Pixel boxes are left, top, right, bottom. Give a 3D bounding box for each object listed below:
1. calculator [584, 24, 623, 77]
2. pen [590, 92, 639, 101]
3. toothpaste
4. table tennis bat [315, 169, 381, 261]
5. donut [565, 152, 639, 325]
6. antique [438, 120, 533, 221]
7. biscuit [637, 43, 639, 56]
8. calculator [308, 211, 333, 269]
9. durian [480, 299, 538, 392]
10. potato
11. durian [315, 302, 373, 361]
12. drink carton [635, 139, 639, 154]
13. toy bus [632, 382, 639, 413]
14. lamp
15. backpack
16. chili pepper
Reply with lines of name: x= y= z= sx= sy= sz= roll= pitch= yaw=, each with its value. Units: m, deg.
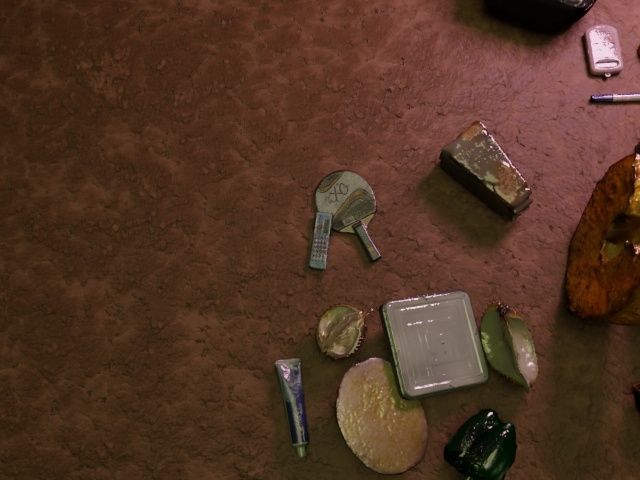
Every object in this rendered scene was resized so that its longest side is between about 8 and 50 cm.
calculator: x=0.861 y=-0.576 z=1.994 sx=0.100 sy=0.032 sz=0.175 roll=-4 pitch=76 yaw=3
pen: x=0.912 y=-0.428 z=1.957 sx=0.204 sy=0.025 sz=0.025 roll=0 pitch=76 yaw=4
toothpaste: x=-0.070 y=0.456 z=1.792 sx=0.069 sy=0.047 sz=0.268 roll=-15 pitch=71 yaw=13
table tennis bat: x=0.094 y=-0.072 z=1.928 sx=0.173 sy=0.022 sz=0.301 roll=-26 pitch=74 yaw=-1
donut: x=0.794 y=0.025 z=1.687 sx=0.163 sy=0.378 sz=0.435 roll=17 pitch=60 yaw=-6
antique: x=0.485 y=-0.187 z=1.874 sx=0.150 sy=0.125 sz=0.284 roll=-39 pitch=76 yaw=-5
biscuit: x=1.107 y=-0.562 z=1.960 sx=0.287 sy=0.057 sz=0.344 roll=20 pitch=78 yaw=9
calculator: x=0.000 y=0.000 z=1.908 sx=0.057 sy=0.018 sz=0.172 roll=6 pitch=79 yaw=12
durian: x=0.514 y=0.281 z=1.746 sx=0.144 sy=0.139 sz=0.252 roll=-4 pitch=75 yaw=-1
potato: x=0.143 y=0.467 z=1.722 sx=0.239 sy=0.116 sz=0.299 roll=-22 pitch=77 yaw=-27
durian: x=0.074 y=0.249 z=1.807 sx=0.188 sy=0.091 sz=0.148 roll=-41 pitch=63 yaw=5
drink carton: x=0.978 y=-0.219 z=1.883 sx=0.071 sy=0.056 sz=0.166 roll=-19 pitch=75 yaw=7
toy bus: x=0.929 y=0.399 z=1.696 sx=0.201 sy=0.114 sz=0.098 roll=-20 pitch=104 yaw=-1
lamp: x=0.308 y=0.276 z=1.765 sx=0.269 sy=0.047 sz=0.267 roll=-7 pitch=75 yaw=-19
backpack: x=0.705 y=-0.875 z=1.977 sx=0.363 sy=0.255 sz=0.446 roll=22 pitch=75 yaw=3
chili pepper: x=0.393 y=0.563 z=1.662 sx=0.165 sy=0.174 sz=0.261 roll=38 pitch=76 yaw=16
